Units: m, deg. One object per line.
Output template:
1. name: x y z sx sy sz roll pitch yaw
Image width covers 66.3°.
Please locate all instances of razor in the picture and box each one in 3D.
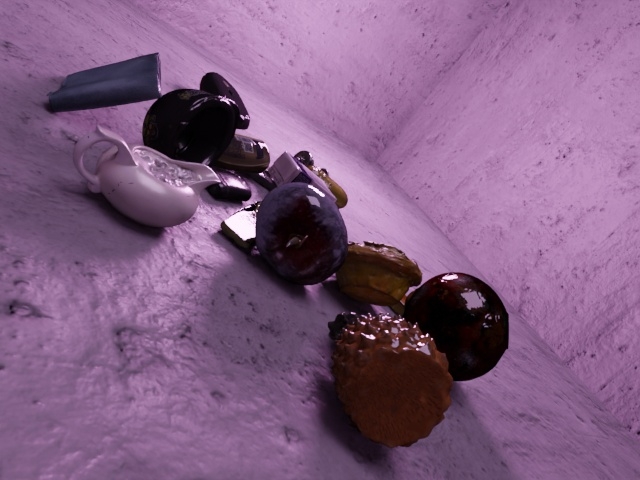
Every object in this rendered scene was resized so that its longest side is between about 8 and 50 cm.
1. razor: -0.257 -0.151 1.376 0.090 0.054 0.148 51 22 22

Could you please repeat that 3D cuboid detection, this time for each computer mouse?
1. computer mouse: -0.389 -0.548 1.961 0.183 0.116 0.323 22 32 -46

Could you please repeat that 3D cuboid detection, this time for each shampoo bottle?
1. shampoo bottle: -0.309 -0.280 1.488 0.350 0.084 0.125 1 66 -49

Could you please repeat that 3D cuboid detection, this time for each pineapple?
1. pineapple: 0.109 0.233 0.984 0.223 0.222 0.357 35 2 -14

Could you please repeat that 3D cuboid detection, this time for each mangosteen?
1. mangosteen: 0.357 0.228 1.327 0.311 0.311 0.311 35 19 -14

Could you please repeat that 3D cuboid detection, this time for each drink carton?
1. drink carton: -0.060 -0.195 1.716 0.222 0.102 0.134 33 15 -41

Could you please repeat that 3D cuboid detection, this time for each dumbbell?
1. dumbbell: -0.029 -0.298 2.104 0.255 0.110 0.110 27 21 -49

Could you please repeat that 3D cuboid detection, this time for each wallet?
1. wallet: -0.524 -0.401 1.225 0.252 0.054 0.290 -14 38 -10

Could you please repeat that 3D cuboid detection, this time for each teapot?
1. teapot: -0.351 -0.125 0.984 0.300 0.166 0.208 28 31 -59

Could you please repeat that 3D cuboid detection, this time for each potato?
1. potato: 0.009 -0.200 1.928 0.251 0.113 0.149 39 8 -31

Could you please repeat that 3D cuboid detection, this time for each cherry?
1. cherry: -0.046 -0.019 1.208 0.255 0.218 0.296 58 5 -8

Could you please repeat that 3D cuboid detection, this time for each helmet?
1. helmet: -0.346 -0.290 1.255 0.161 0.230 0.279 29 36 11

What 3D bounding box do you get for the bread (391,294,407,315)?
1. bread: 0.242 0.189 1.552 0.226 0.049 0.088 45 19 15

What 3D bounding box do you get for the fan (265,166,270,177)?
1. fan: -0.212 -0.269 1.746 0.182 0.010 0.310 32 11 -28

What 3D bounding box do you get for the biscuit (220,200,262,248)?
1. biscuit: -0.177 -0.048 1.314 0.099 0.038 0.322 42 17 -1

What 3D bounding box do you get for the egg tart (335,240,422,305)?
1. egg tart: 0.142 0.103 1.345 0.289 0.118 0.288 12 -20 4

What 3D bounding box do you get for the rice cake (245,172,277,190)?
1. rice cake: -0.225 -0.230 1.653 0.207 0.036 0.047 35 29 -14
